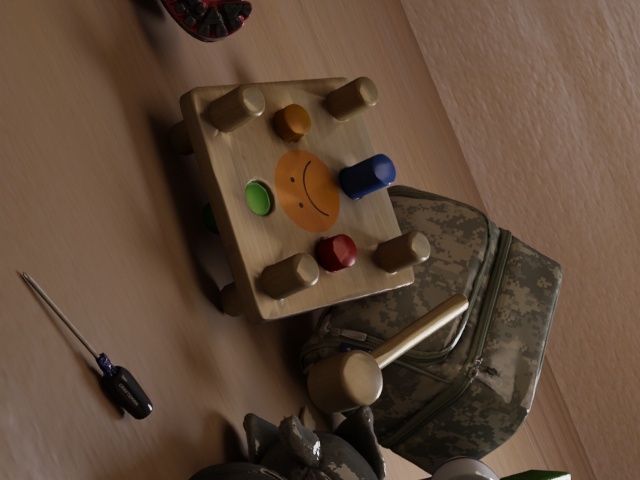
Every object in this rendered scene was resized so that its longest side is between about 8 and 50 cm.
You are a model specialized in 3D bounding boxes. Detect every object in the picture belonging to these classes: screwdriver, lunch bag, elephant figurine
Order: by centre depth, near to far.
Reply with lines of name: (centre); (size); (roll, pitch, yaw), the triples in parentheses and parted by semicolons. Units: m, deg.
screwdriver: (-0.182, 0.082, 1.047); (0.024, 0.025, 0.170); (-88, 155, -53)
elephant figurine: (-0.011, 0.230, 1.271); (0.169, 0.186, 0.239); (31, 15, -12)
lunch bag: (0.127, 0.101, 1.611); (0.256, 0.212, 0.305); (32, 49, -9)

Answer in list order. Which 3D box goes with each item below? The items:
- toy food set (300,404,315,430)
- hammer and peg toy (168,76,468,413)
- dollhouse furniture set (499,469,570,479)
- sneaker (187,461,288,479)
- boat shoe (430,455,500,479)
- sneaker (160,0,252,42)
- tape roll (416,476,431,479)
toy food set: (0.028, 0.289, 1.484); (0.132, 0.039, 0.192); (-74, 142, -64)
hammer and peg toy: (0.000, 0.000, 1.420); (0.266, 0.127, 0.361); (-13, 82, -47)
dollhouse furniture set: (0.190, 0.314, 1.399); (0.301, 0.198, 0.151); (8, 79, -62)
sneaker: (-0.024, 0.340, 1.090); (0.146, 0.122, 0.330); (-73, 140, -68)
boat shoe: (0.178, 0.306, 1.540); (0.267, 0.096, 0.088); (58, 16, -50)
sneaker: (-0.181, -0.355, 1.456); (0.299, 0.121, 0.112); (68, -13, -8)
tape roll: (0.132, 0.389, 1.622); (0.189, 0.080, 0.189); (-16, 90, -77)
